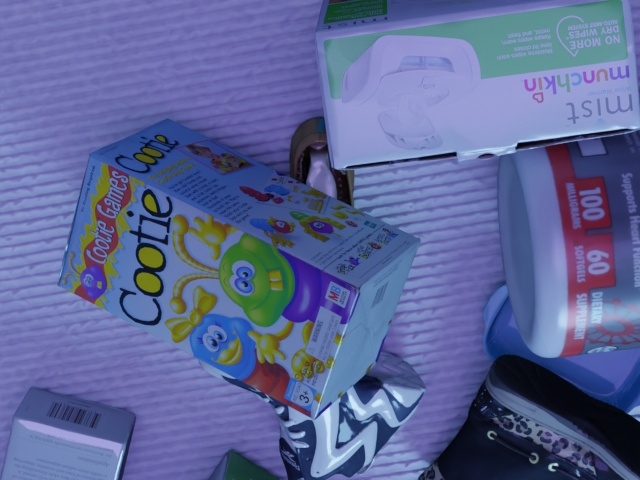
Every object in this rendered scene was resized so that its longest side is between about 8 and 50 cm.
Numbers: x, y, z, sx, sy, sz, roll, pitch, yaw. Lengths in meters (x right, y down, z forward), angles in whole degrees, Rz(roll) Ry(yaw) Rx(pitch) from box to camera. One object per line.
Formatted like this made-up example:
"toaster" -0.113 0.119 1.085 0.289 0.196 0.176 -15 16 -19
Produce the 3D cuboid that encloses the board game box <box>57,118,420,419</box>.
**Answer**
"board game box" -0.075 0.021 1.531 0.275 0.144 0.142 26 116 16

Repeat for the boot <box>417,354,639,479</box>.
"boot" 0.226 0.235 1.640 0.236 0.085 0.178 33 121 -1

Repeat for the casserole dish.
"casserole dish" 0.245 0.097 1.644 0.188 0.037 0.114 28 104 -6

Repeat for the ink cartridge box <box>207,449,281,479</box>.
"ink cartridge box" -0.029 0.382 1.684 0.289 0.121 0.211 32 104 -6

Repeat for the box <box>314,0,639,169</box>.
"box" 0.133 -0.155 1.484 0.262 0.231 0.127 -7 104 5

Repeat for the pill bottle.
"pill bottle" 0.353 -0.016 1.514 0.363 0.210 0.210 -7 104 -2

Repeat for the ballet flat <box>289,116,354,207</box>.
"ballet flat" 0.000 0.000 1.610 0.080 0.073 0.232 -6 104 2

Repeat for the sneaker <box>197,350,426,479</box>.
"sneaker" -0.029 0.171 1.625 0.235 0.094 0.153 11 113 -32

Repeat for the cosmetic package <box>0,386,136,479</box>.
"cosmetic package" -0.267 0.277 1.689 0.117 0.085 0.231 15 106 -1
